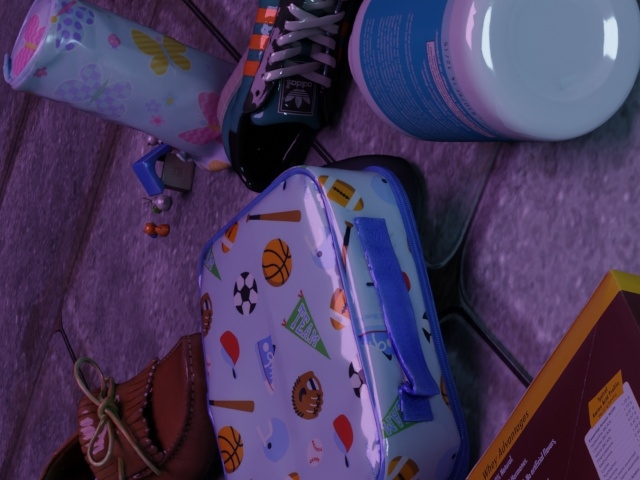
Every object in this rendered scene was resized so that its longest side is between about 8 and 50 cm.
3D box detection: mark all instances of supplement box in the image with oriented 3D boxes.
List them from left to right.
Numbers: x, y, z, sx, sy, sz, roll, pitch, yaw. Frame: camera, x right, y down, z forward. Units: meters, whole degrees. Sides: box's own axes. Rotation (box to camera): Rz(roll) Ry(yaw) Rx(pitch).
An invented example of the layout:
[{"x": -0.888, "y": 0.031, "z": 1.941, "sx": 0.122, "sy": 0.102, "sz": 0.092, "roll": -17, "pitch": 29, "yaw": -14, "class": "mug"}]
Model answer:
[{"x": 0.202, "y": 0.157, "z": 1.041, "sx": 0.191, "sy": 0.129, "sz": 0.194, "roll": -61, "pitch": 28, "yaw": 34, "class": "supplement box"}]

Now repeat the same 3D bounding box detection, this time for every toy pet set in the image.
[{"x": -0.199, "y": -0.071, "z": 2.134, "sx": 0.114, "sy": 0.065, "sz": 0.122, "roll": -8, "pitch": 72, "yaw": 65, "class": "toy pet set"}]

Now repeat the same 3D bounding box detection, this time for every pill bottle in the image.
[{"x": 0.115, "y": -0.147, "z": 1.364, "sx": 0.264, "sy": 0.146, "sz": 0.146, "roll": 7, "pitch": 85, "yaw": 66, "class": "pill bottle"}]

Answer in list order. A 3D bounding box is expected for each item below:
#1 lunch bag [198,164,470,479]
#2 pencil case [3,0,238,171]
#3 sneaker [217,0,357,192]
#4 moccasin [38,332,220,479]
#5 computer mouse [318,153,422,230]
[{"x": 0.010, "y": 0.101, "z": 1.466, "sx": 0.243, "sy": 0.115, "sz": 0.303, "roll": -37, "pitch": 60, "yaw": 47, "class": "lunch bag"}, {"x": -0.196, "y": -0.168, "z": 1.926, "sx": 0.124, "sy": 0.273, "sz": 0.113, "roll": -44, "pitch": 33, "yaw": 41, "class": "pencil case"}, {"x": -0.020, "y": -0.177, "z": 1.747, "sx": 0.121, "sy": 0.108, "sz": 0.302, "roll": -106, "pitch": 28, "yaw": -46, "class": "sneaker"}, {"x": -0.202, "y": 0.202, "z": 1.902, "sx": 0.380, "sy": 0.147, "sz": 0.139, "roll": -41, "pitch": 43, "yaw": 54, "class": "moccasin"}, {"x": 0.000, "y": 0.000, "z": 1.644, "sx": 0.272, "sy": 0.072, "sz": 0.188, "roll": -31, "pitch": 50, "yaw": 59, "class": "computer mouse"}]
